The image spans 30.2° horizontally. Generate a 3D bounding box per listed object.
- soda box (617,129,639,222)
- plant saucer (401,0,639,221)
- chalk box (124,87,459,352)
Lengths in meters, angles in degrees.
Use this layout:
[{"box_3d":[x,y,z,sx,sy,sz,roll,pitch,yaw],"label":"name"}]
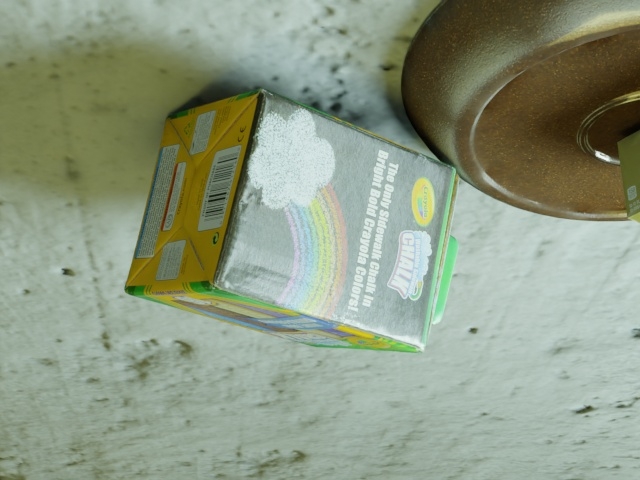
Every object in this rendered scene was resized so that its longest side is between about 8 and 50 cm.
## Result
[{"box_3d":[0.265,-0.063,0.694,0.061,0.058,0.181,19,147,-31],"label":"soda box"},{"box_3d":[0.207,-0.088,0.764,0.311,0.050,0.310,1,153,0],"label":"plant saucer"},{"box_3d":[0.000,0.000,0.807,0.213,0.132,0.132,20,166,-32],"label":"chalk box"}]
